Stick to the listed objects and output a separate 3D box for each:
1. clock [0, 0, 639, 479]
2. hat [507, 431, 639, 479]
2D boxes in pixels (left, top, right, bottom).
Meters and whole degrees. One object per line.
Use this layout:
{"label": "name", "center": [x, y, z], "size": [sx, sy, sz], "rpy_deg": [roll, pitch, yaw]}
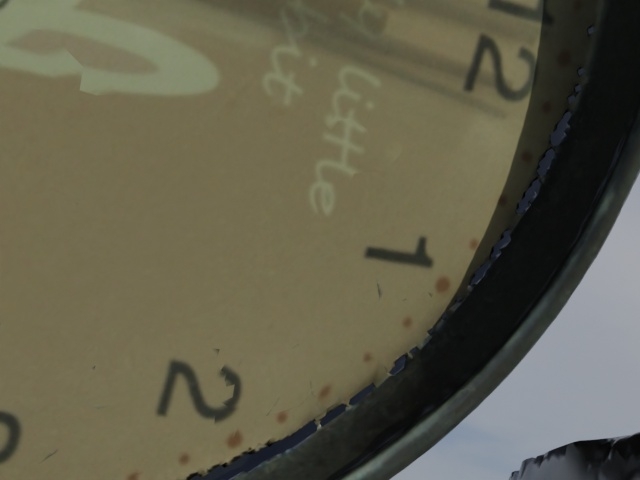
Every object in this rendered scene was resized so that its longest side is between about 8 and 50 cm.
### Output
{"label": "clock", "center": [-0.061, -0.084, 0.338], "size": [0.386, 0.386, 0.076], "rpy_deg": [22, 5, -31]}
{"label": "hat", "center": [0.221, 0.096, 0.304], "size": [0.366, 0.257, 0.381], "rpy_deg": [-11, -34, -15]}
